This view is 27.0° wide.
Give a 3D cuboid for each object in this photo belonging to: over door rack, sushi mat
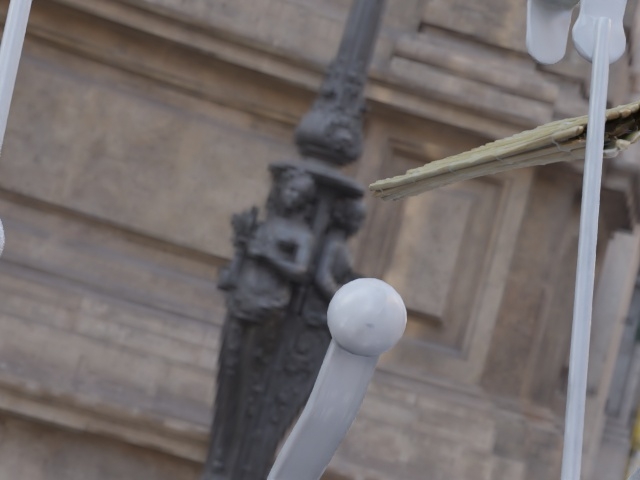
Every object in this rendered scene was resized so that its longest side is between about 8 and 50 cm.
[{"bbox_3d":[0.000,0.000,0.419,0.239,0.324,0.108,13,-29,-17],"label":"over door rack"},{"bbox_3d":[0.136,-0.057,0.707,0.151,0.019,0.316,-20,2,-13],"label":"sushi mat"}]
